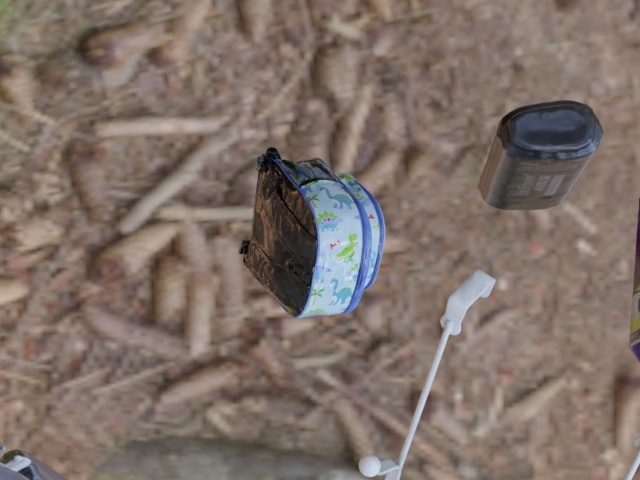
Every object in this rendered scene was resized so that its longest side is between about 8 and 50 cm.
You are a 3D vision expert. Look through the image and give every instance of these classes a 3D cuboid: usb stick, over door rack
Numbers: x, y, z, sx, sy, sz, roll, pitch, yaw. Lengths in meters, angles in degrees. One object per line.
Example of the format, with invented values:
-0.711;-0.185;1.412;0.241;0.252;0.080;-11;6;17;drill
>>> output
0.164;-0.061;1.419;0.077;0.278;0.045;0;83;2;usb stick
0.170;0.224;1.774;0.108;0.239;0.324;-34;151;-53;over door rack

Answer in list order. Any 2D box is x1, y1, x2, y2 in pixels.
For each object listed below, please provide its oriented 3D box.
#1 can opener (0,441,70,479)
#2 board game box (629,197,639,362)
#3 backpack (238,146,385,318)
-0.237;0.220;1.468;0.076;0.095;0.283;-35;150;3;can opener
0.332;-0.053;1.050;0.056;0.347;0.208;53;23;-10;board game box
0.000;0.000;1.394;0.084;0.114;0.105;-1;119;-24;backpack
